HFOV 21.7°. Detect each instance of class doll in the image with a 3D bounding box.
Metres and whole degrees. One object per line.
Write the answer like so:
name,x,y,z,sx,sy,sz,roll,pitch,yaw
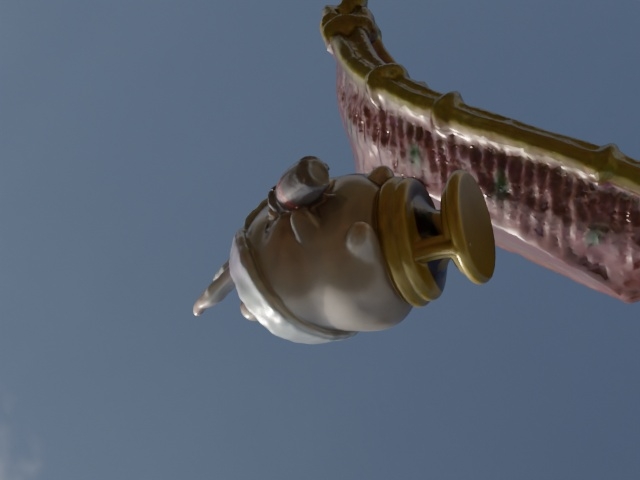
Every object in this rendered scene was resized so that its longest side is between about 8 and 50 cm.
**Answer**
doll,0.000,0.000,0.670,0.127,0.084,0.073,-12,-137,21

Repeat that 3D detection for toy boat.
toy boat,0.109,-0.040,0.862,0.318,0.141,0.099,30,-92,31
